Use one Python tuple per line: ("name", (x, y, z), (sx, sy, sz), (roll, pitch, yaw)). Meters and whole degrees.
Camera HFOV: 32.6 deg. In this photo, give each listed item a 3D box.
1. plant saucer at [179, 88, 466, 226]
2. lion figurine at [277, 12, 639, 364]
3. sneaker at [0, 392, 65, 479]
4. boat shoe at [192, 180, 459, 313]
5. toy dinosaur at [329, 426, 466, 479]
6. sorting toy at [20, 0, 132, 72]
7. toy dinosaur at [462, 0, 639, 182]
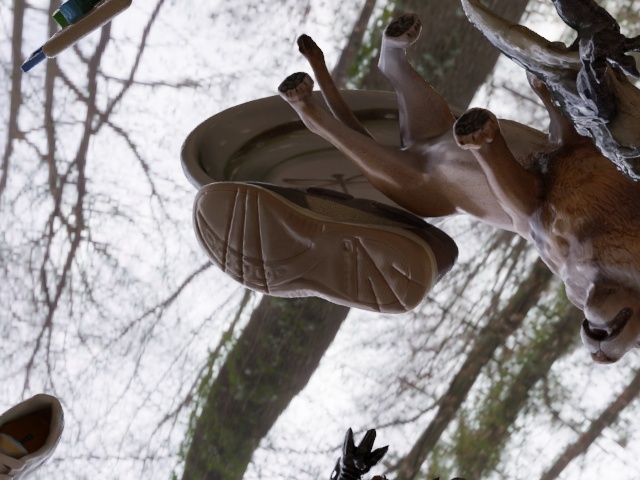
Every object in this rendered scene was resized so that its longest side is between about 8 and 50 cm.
("plant saucer", (0.030, -0.078, 1.353), (0.400, 0.101, 0.400), (-1, -153, 0))
("lion figurine", (0.138, -0.054, 0.900), (0.142, 0.240, 0.392), (-46, -142, -7))
("sneaker", (-0.357, 0.248, 1.151), (0.087, 0.092, 0.229), (37, -136, -1))
("boat shoe", (0.000, 0.000, 1.041), (0.285, 0.103, 0.092), (12, -162, 37))
("toy dinosaur", (0.053, 0.343, 1.234), (0.164, 0.322, 0.218), (54, -150, -22))
("sorting toy", (-0.301, -0.354, 1.543), (0.047, 0.347, 0.196), (51, -146, -23))
("toy dinosaur", (0.147, -0.100, 0.603), (0.064, 0.118, 0.268), (-37, -119, -6))
